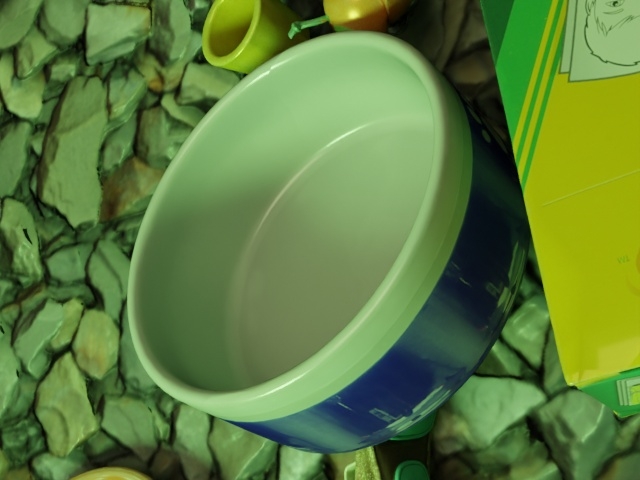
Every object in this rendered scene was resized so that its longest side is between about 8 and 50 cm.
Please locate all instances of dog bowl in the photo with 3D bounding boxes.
[{"bbox_3d":[0.000,0.000,0.697,0.264,0.104,0.265,-24,49,31],"label":"dog bowl"}]

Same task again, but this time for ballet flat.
[{"bbox_3d":[0.041,0.140,0.720,0.067,0.073,0.206,-10,72,44],"label":"ballet flat"}]

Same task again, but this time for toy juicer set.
[{"bbox_3d":[0.014,-0.285,0.765,0.209,0.089,0.329,-1,75,49],"label":"toy juicer set"}]

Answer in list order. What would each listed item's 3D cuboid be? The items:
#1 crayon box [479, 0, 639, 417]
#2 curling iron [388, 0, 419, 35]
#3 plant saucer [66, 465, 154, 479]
[{"bbox_3d":[0.280,-0.106,0.556,0.362,0.106,0.313,-20,60,23],"label":"crayon box"},{"bbox_3d":[0.068,-0.289,0.799,0.068,0.035,0.274,9,86,32],"label":"curling iron"},{"bbox_3d":[-0.182,0.271,0.809,0.200,0.037,0.200,-22,43,22],"label":"plant saucer"}]
